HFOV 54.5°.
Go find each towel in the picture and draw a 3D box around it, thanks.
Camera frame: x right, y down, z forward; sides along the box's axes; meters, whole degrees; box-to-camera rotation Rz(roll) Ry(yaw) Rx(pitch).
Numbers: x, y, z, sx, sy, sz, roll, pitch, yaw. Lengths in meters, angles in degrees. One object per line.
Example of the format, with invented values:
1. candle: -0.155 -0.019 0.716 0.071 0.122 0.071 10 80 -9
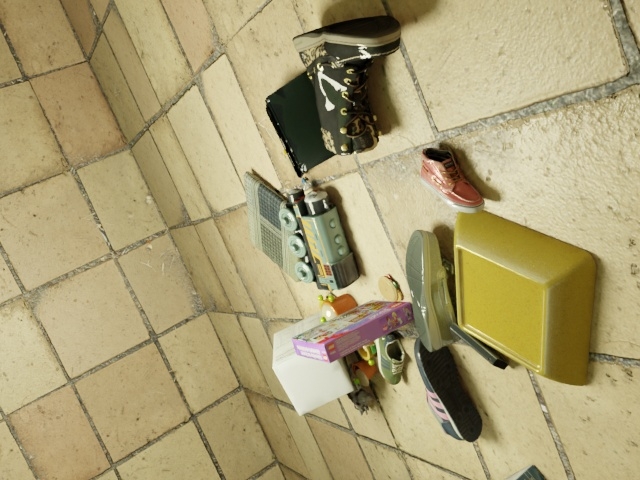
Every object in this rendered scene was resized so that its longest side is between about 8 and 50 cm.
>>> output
1. towel: -0.159 -0.048 2.199 0.312 0.056 0.324 38 143 35

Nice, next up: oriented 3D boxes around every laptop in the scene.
1. laptop: -0.046 -0.317 1.750 0.234 0.136 0.264 64 176 -2

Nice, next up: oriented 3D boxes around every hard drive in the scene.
1. hard drive: 0.375 0.250 1.471 0.135 0.022 0.094 41 -172 36

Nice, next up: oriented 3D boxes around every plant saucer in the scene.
1. plant saucer: 0.399 0.127 1.309 0.332 0.081 0.333 30 140 47

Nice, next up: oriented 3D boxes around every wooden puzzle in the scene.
1. wooden puzzle: -0.074 -0.229 1.902 0.078 0.014 0.116 0 115 65

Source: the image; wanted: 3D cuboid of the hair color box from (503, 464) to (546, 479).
1. hair color box: 0.411 0.714 1.534 0.105 0.347 0.174 51 152 21

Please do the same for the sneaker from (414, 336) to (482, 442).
1. sneaker: 0.313 0.398 1.681 0.131 0.112 0.319 -16 100 60

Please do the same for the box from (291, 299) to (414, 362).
1. box: 0.089 0.248 1.736 0.201 0.293 0.057 -8 103 63

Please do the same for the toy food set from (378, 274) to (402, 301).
1. toy food set: 0.193 0.135 1.753 0.083 0.020 0.083 -11 104 63

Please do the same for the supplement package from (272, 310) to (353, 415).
1. supplement package: -0.030 0.403 2.078 0.199 0.198 0.263 63 -177 -14

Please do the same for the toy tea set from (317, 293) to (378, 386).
1. toy tea set: 0.079 0.324 2.017 0.336 0.124 0.200 60 154 5

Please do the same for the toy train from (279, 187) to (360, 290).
1. toy train: 0.000 0.000 1.861 0.190 0.142 0.334 3 116 46

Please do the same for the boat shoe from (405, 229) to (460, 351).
1. boat shoe: 0.280 0.118 1.515 0.118 0.103 0.321 -133 29 -69

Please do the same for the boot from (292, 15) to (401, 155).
1. boot: 0.076 -0.337 1.387 0.377 0.138 0.284 23 133 57

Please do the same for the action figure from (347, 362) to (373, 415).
1. action figure: 0.093 0.514 2.214 0.285 0.099 0.186 13 119 52

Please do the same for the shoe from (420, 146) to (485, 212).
1. shoe: 0.274 -0.130 1.308 0.178 0.063 0.081 43 153 42

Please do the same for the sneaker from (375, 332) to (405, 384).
1. sneaker: 0.218 0.360 1.866 0.086 0.064 0.192 19 128 61
